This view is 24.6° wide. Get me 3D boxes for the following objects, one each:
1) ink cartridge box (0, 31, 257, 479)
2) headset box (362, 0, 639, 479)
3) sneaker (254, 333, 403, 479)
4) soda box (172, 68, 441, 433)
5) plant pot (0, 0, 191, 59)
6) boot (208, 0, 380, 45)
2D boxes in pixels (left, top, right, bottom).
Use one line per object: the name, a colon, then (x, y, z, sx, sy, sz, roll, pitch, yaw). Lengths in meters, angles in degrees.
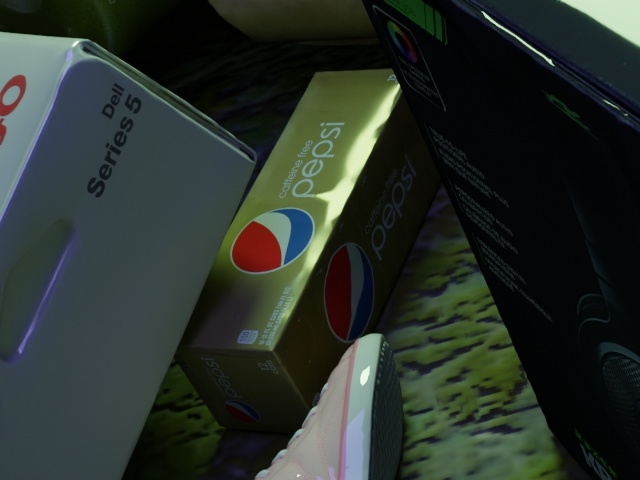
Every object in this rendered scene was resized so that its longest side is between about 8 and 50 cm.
ink cartridge box: (-0.185, 0.011, 0.672, 0.273, 0.115, 0.198, 12, 76, 45)
headset box: (0.146, 0.004, 0.425, 0.131, 0.283, 0.246, -34, 40, -7)
sneaker: (-0.007, 0.095, 0.594, 0.070, 0.051, 0.134, -5, 48, 18)
soda box: (0.000, 0.000, 0.685, 0.058, 0.061, 0.181, 0, 47, 31)
plant pot: (-0.106, -0.302, 0.864, 0.366, 0.366, 0.353, 21, 66, 43)
boot: (0.042, -0.122, 0.704, 0.269, 0.089, 0.236, 5, 13, 43)
